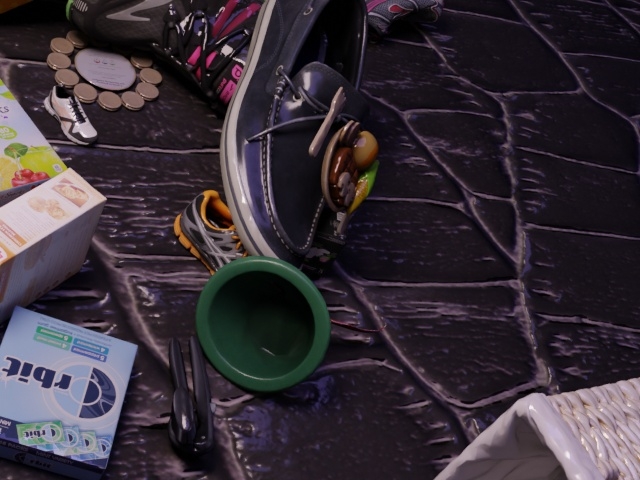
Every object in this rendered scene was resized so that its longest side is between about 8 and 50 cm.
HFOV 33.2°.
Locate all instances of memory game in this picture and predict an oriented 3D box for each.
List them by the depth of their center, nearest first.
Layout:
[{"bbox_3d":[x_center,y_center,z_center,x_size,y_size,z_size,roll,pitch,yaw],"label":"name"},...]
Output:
[{"bbox_3d":[-0.341,-0.270,1.702,0.186,0.012,0.186,17,43,-17],"label":"memory game"}]

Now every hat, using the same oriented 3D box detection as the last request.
[{"bbox_3d":[-0.052,0.114,1.472,0.208,0.173,0.183,44,8,5],"label":"hat"}]

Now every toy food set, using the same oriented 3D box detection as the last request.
[{"bbox_3d":[0.042,-0.102,1.477,0.039,0.192,0.132,12,59,24],"label":"toy food set"}]

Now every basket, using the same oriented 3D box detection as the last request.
[{"bbox_3d":[0.306,0.375,1.229,0.266,0.331,0.328,-5,53,-41],"label":"basket"}]

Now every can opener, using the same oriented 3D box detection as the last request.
[{"bbox_3d":[-0.159,0.188,1.331,0.059,0.073,0.186,8,37,-14],"label":"can opener"}]

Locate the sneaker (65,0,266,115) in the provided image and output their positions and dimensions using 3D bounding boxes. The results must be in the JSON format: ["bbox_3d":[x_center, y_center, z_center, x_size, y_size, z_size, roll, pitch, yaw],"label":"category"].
[{"bbox_3d":[-0.162,-0.318,1.719,0.483,0.185,0.202,13,43,-22],"label":"sneaker"}]

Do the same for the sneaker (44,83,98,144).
[{"bbox_3d":[-0.366,-0.185,1.581,0.109,0.043,0.040,45,41,13],"label":"sneaker"}]

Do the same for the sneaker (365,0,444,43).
[{"bbox_3d":[0.118,-0.439,2.079,0.299,0.121,0.112,-9,84,-37],"label":"sneaker"}]

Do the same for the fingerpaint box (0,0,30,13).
[{"bbox_3d":[-0.444,-0.605,1.626,0.371,0.163,0.444,-20,72,8],"label":"fingerpaint box"}]

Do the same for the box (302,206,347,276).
[{"bbox_3d":[0.000,0.000,1.585,0.052,0.083,0.062,19,42,-17],"label":"box"}]

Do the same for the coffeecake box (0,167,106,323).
[{"bbox_3d":[-0.362,0.015,1.312,0.068,0.142,0.185,39,42,9],"label":"coffeecake box"}]

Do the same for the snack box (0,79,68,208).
[{"bbox_3d":[-0.467,-0.121,1.439,0.174,0.070,0.207,-21,61,-42],"label":"snack box"}]

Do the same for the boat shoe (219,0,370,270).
[{"bbox_3d":[-0.023,-0.179,1.537,0.187,0.156,0.500,44,44,-43],"label":"boat shoe"}]

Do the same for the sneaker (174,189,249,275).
[{"bbox_3d":[-0.114,0.018,1.502,0.215,0.083,0.084,41,40,8],"label":"sneaker"}]

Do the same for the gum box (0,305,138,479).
[{"bbox_3d":[-0.311,0.179,1.259,0.157,0.041,0.184,20,42,-13],"label":"gum box"}]
